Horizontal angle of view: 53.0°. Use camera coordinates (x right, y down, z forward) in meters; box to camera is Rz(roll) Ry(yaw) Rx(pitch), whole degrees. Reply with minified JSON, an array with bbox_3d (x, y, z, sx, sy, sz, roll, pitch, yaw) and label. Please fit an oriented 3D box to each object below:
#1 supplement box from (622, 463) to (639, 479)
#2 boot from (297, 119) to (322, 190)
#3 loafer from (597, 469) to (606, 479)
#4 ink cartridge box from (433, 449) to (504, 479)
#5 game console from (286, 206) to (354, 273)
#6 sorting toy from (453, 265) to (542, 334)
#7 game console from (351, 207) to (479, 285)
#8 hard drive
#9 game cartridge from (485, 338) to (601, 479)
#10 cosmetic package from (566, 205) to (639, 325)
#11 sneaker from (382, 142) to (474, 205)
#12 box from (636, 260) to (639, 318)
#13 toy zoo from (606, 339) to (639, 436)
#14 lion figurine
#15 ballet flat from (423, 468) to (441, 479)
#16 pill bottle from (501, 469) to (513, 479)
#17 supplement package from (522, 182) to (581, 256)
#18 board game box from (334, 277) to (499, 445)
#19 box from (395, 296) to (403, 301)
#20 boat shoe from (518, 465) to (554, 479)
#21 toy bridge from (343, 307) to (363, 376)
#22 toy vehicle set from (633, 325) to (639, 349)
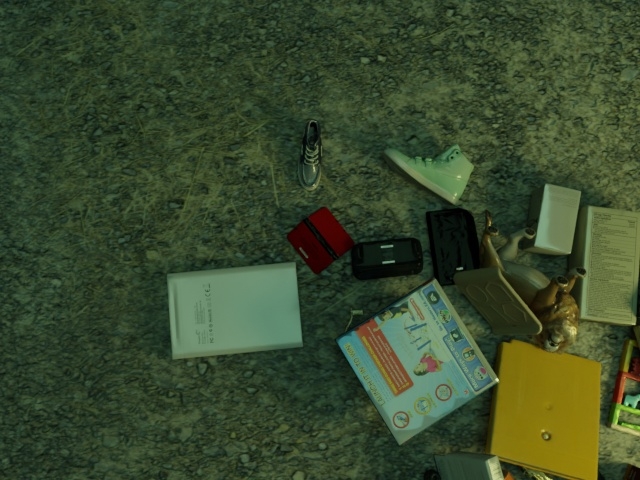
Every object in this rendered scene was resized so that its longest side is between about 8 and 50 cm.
[{"bbox_3d":[0.862,0.706,1.641,0.129,0.194,0.192,24,83,2],"label":"supplement box"},{"bbox_3d":[-0.030,-0.240,1.796,0.069,0.086,0.190,1,82,-2],"label":"boot"},{"bbox_3d":[0.682,0.585,1.718,0.078,0.076,0.223,-31,79,-24],"label":"loafer"},{"bbox_3d":[0.396,0.654,1.638,0.045,0.224,0.224,-11,83,-28],"label":"ink cartridge box"},{"bbox_3d":[0.000,0.000,1.802,0.124,0.085,0.144,-41,84,25],"label":"game console"},{"bbox_3d":[0.466,0.158,1.690,0.038,0.193,0.208,-41,99,-24],"label":"sorting toy"},{"bbox_3d":[0.265,0.028,1.791,0.360,0.044,0.213,-6,83,-4],"label":"game console"},{"bbox_3d":[-0.233,0.190,1.754,0.352,0.047,0.233,-5,82,-2],"label":"hard drive"},{"bbox_3d":[0.594,0.444,1.699,0.285,0.053,0.324,15,62,1],"label":"game cartridge"},{"bbox_3d":[0.775,0.071,1.765,0.160,0.113,0.310,8,82,-1],"label":"cosmetic package"},{"bbox_3d":[0.305,-0.225,1.798,0.255,0.094,0.151,31,88,-7],"label":"sneaker"},{"bbox_3d":[0.944,0.132,1.740,0.175,0.051,0.220,19,60,-11],"label":"box"},{"bbox_3d":[0.915,0.397,1.766,0.192,0.030,0.294,16,82,1],"label":"toy zoo"},{"bbox_3d":[0.550,0.113,1.729,0.142,0.240,0.392,-26,59,-29],"label":"lion figurine"},{"bbox_3d":[0.307,0.697,1.699,0.057,0.049,0.173,-13,83,-2],"label":"ballet flat"},{"bbox_3d":[0.512,0.726,1.662,0.130,0.130,0.246,-30,84,-5],"label":"pill bottle"},{"bbox_3d":[0.640,-0.053,1.781,0.105,0.105,0.180,13,82,0],"label":"supplement package"},{"bbox_3d":[0.241,0.304,1.640,0.301,0.086,0.308,-31,85,-5],"label":"board game box"},{"bbox_3d":[0.231,0.256,1.735,0.130,0.091,0.171,28,83,2],"label":"box"},{"bbox_3d":[0.573,0.633,1.714,0.153,0.056,0.048,39,78,-4],"label":"boat shoe"},{"bbox_3d":[0.090,0.279,1.761,0.063,0.026,0.188,-4,82,-1],"label":"toy bridge"},{"bbox_3d":[1.001,0.291,1.750,0.266,0.035,0.166,-9,76,-12],"label":"toy vehicle set"}]
